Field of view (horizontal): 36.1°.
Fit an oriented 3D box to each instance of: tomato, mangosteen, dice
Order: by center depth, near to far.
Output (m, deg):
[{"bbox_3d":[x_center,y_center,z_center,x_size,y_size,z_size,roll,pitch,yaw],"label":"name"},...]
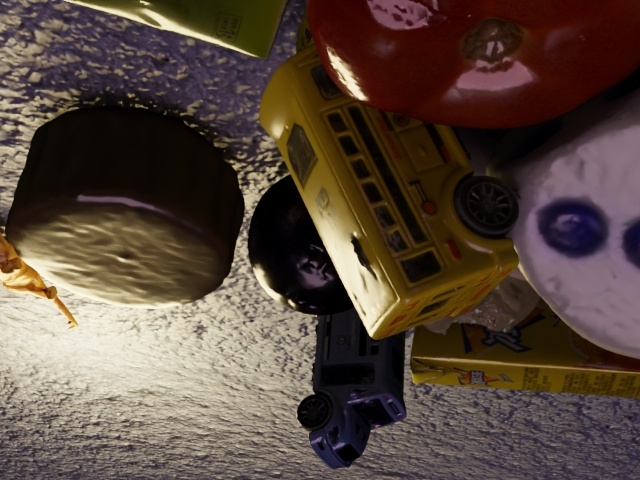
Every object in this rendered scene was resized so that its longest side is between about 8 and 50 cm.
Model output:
[{"bbox_3d":[0.131,-0.222,0.759,0.298,0.226,0.298,-3,148,-2],"label":"tomato"},{"bbox_3d":[0.332,-0.051,0.930,0.251,0.243,0.259,-34,104,37],"label":"dice"},{"bbox_3d":[0.000,0.000,1.245,0.194,0.194,0.230,14,178,-10],"label":"mangosteen"}]

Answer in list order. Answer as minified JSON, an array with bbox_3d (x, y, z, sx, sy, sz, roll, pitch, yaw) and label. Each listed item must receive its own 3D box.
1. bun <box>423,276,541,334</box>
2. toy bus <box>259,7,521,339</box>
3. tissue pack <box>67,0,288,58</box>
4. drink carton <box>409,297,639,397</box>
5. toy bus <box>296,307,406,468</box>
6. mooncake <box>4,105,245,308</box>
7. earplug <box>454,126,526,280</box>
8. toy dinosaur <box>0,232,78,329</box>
[{"bbox_3d":[0.191,0.043,1.275,0.210,0.116,0.237,-27,122,25],"label":"bun"},{"bbox_3d":[0.047,-0.084,0.914,0.152,0.330,0.144,-19,162,-20],"label":"toy bus"},{"bbox_3d":[-0.092,-0.299,0.738,0.200,0.167,0.275,14,150,-10],"label":"tissue pack"},{"bbox_3d":[0.308,0.131,1.398,0.351,0.154,0.111,3,150,9],"label":"drink carton"},{"bbox_3d":[0.054,0.169,1.391,0.133,0.292,0.125,-7,147,19],"label":"toy bus"},{"bbox_3d":[-0.238,-0.039,1.233,0.290,0.161,0.290,4,150,3],"label":"mooncake"},{"bbox_3d":[0.220,-0.032,1.121,0.301,0.172,0.172,20,148,-20],"label":"earplug"},{"bbox_3d":[-0.475,0.051,1.543,0.117,0.070,0.288,8,148,22],"label":"toy dinosaur"}]
